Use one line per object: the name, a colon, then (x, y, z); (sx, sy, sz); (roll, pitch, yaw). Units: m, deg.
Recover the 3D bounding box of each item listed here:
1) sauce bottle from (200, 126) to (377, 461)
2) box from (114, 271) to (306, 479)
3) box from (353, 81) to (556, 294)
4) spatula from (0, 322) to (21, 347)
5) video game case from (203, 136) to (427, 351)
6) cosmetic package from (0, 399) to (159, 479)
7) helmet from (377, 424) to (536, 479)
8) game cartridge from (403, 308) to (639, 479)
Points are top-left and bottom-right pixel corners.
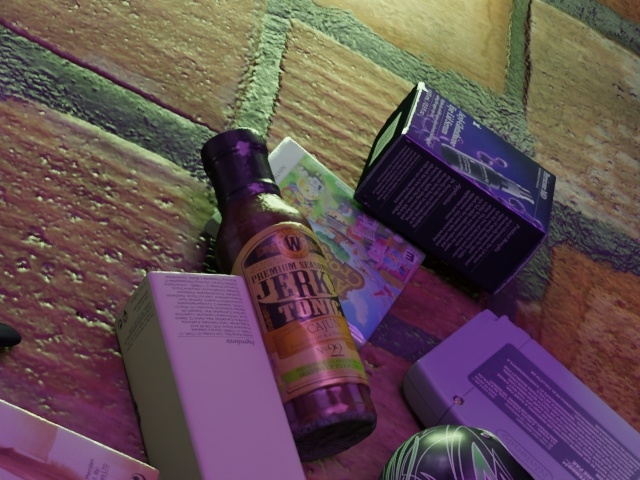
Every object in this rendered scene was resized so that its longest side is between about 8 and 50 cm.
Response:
sauce bottle: (-0.044, 0.046, 1.548); (0.111, 0.111, 0.344); (-1, 59, -37)
box: (-0.100, 0.166, 1.427); (0.113, 0.094, 0.275); (5, 52, -32)
box: (0.159, -0.061, 1.789); (0.207, 0.108, 0.153); (33, 31, -8)
spatula: (-0.296, 0.085, 1.278); (0.084, 0.030, 0.296); (22, 3, 5)
video game case: (0.000, 0.000, 1.700); (0.212, 0.023, 0.193); (40, 41, -1)
cosmetic package: (-0.296, 0.204, 1.208); (0.296, 0.153, 0.129); (28, 41, -16)
helmet: (0.127, 0.262, 1.461); (0.161, 0.169, 0.169); (48, 39, -16)
game cartridge: (0.234, 0.212, 1.641); (0.297, 0.062, 0.198); (43, 44, 14)
